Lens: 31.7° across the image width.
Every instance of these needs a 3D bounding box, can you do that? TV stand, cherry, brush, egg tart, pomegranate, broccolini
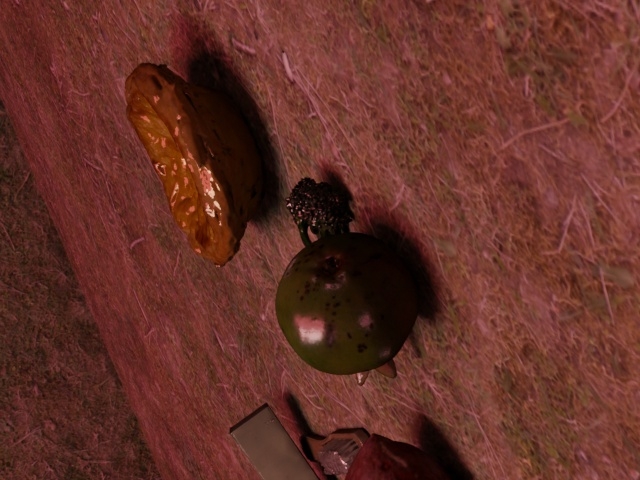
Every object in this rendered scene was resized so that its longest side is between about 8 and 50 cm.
[{"bbox_3d":[-0.055,0.431,2.047,0.269,0.088,0.083,56,174,-1],"label":"TV stand"},{"bbox_3d":[0.115,0.377,1.549,0.192,0.175,0.250,-11,104,58],"label":"cherry"},{"bbox_3d":[0.012,0.363,1.925,0.070,0.065,0.327,63,160,0],"label":"brush"},{"bbox_3d":[-0.180,-0.125,1.708,0.341,0.129,0.341,50,157,31],"label":"egg tart"},{"bbox_3d":[0.043,0.096,1.420,0.181,0.181,0.224,45,172,39],"label":"pomegranate"},{"bbox_3d":[0.004,-0.015,1.529,0.203,0.091,0.068,78,-160,-60],"label":"broccolini"}]
